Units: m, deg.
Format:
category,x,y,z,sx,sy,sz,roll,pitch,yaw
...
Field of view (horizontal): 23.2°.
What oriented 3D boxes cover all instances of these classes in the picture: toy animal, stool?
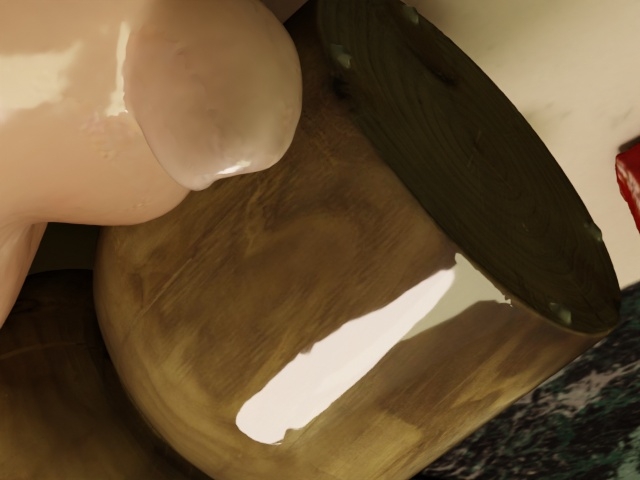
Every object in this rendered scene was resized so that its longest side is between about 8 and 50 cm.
category,x,y,z,sx,sy,sz,roll,pitch,yaw
toy animal,-0.132,-0.053,0.556,0.256,0.195,0.213,-40,-179,17
stool,-0.029,0.040,0.659,0.264,0.179,0.179,-40,140,23

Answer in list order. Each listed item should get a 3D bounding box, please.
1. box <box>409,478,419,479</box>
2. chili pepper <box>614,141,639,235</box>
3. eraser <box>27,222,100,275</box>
category,x,y,z,sx,sy,sz,roll,pitch,yaw
box,0.069,0.245,1.207,0.226,0.042,0.161,17,134,-40
chili pepper,0.263,0.085,0.781,0.131,0.338,0.134,-26,148,21
eraser,-0.200,0.025,0.763,0.172,0.058,0.117,12,139,-35
